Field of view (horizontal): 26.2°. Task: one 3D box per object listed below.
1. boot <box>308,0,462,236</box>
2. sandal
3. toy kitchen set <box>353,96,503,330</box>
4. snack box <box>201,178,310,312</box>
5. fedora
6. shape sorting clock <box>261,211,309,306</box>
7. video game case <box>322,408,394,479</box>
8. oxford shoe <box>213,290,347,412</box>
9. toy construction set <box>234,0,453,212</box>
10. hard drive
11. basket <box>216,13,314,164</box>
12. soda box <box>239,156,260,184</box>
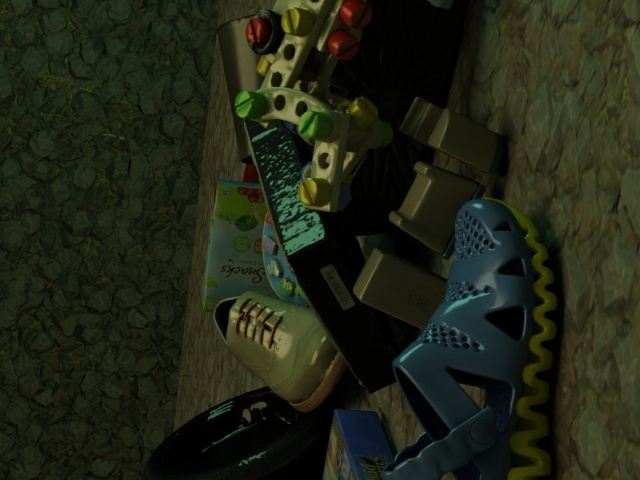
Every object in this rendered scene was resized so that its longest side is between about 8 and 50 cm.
[{"bbox_3d":[0.053,-0.261,1.748,0.445,0.146,0.367,-98,19,-63],"label":"boot"},{"bbox_3d":[0.128,0.112,1.201,0.126,0.138,0.317,123,152,-70],"label":"sandal"},{"bbox_3d":[0.122,-0.024,1.421,0.207,0.122,0.166,-63,15,6],"label":"toy kitchen set"},{"bbox_3d":[-0.092,0.016,2.178,0.070,0.174,0.207,-124,40,-77],"label":"snack box"},{"bbox_3d":[-0.099,0.338,2.004,0.334,0.334,0.152,-147,33,-77],"label":"fedora"},{"bbox_3d":[-0.026,-0.004,2.030,0.206,0.040,0.206,-6,82,48],"label":"shape sorting clock"},{"bbox_3d":[0.048,0.373,1.638,0.269,0.061,0.244,-111,27,-64],"label":"video game case"},{"bbox_3d":[-0.063,0.147,1.950,0.140,0.146,0.397,-62,16,-12],"label":"oxford shoe"},{"bbox_3d":[0.034,-0.207,1.421,0.328,0.151,0.215,-54,52,10],"label":"toy construction set"},{"bbox_3d":[0.000,0.000,1.688,0.237,0.064,0.339,60,-173,-36],"label":"hard drive"},{"bbox_3d":[-0.072,-0.244,2.256,0.204,0.154,0.227,-8,82,35],"label":"basket"},{"bbox_3d":[-0.085,-0.218,2.468,0.092,0.083,0.263,-97,16,-45],"label":"soda box"}]
